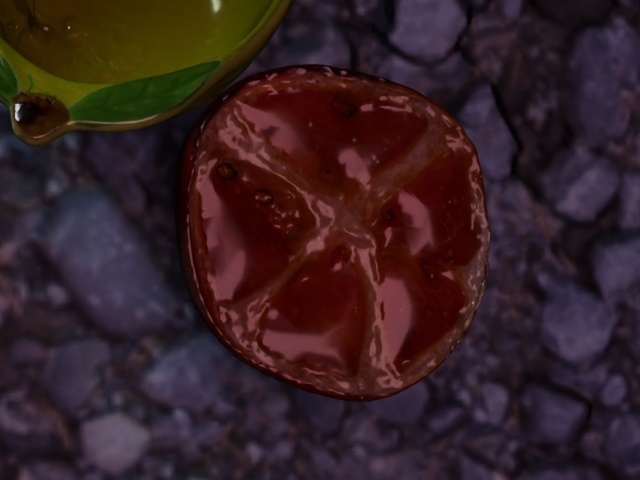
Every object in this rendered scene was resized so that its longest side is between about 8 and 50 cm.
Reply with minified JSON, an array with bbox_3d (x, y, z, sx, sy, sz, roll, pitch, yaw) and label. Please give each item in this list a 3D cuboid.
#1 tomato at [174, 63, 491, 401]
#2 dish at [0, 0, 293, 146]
[{"bbox_3d":[0.000,0.000,0.681,0.156,0.069,0.155,4,80,-21],"label":"tomato"},{"bbox_3d":[-0.087,-0.103,0.643,0.149,0.080,0.207,19,58,3],"label":"dish"}]
